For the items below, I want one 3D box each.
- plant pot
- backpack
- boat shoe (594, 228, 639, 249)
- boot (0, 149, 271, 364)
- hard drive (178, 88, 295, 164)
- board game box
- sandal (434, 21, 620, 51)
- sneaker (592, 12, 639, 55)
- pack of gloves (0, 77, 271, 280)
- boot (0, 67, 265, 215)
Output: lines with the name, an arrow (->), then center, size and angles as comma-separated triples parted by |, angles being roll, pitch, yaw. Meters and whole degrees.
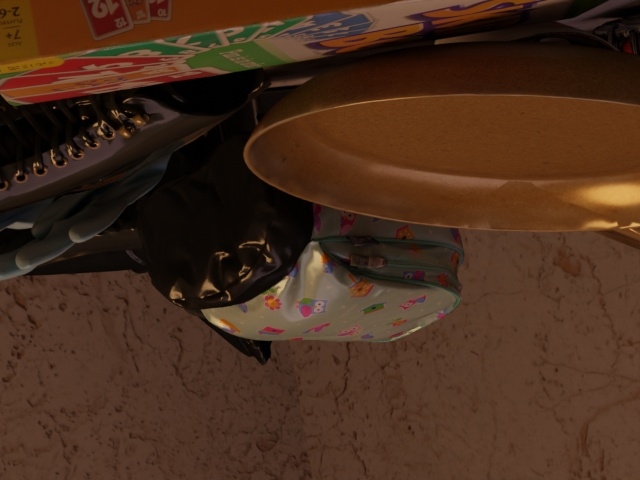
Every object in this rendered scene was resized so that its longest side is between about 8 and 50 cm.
plant pot -> 0.085, -0.043, 0.593 | 0.236, 0.032, 0.236 | 4, 169, 1
backpack -> 0.000, 0.000, 0.799 | 0.182, 0.115, 0.152 | 6, 162, -40
boat shoe -> 0.189, -0.060, 0.920 | 0.285, 0.092, 0.103 | 24, 176, 3
boot -> -0.126, 0.019, 0.977 | 0.246, 0.094, 0.207 | -5, 148, 35
hard drive -> -0.049, -0.070, 1.077 | 0.237, 0.064, 0.339 | -11, 180, -38
board game box -> 0.009, -0.089, 0.483 | 0.259, 0.039, 0.124 | -13, -178, -8
sandal -> 0.099, -0.087, 0.738 | 0.102, 0.076, 0.265 | 10, 180, -18
sneaker -> 0.206, -0.097, 0.785 | 0.092, 0.088, 0.225 | -9, -179, 5
pack of gloves -> -0.152, -0.013, 0.786 | 0.195, 0.046, 0.232 | -11, -158, 34
boot -> -0.135, -0.051, 0.613 | 0.137, 0.077, 0.198 | -16, -171, 46
